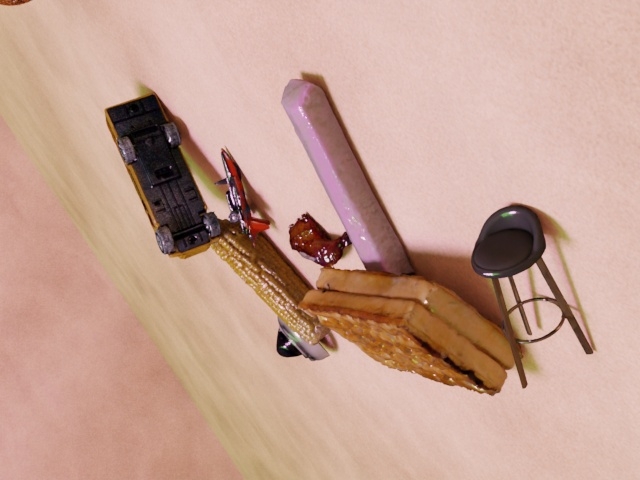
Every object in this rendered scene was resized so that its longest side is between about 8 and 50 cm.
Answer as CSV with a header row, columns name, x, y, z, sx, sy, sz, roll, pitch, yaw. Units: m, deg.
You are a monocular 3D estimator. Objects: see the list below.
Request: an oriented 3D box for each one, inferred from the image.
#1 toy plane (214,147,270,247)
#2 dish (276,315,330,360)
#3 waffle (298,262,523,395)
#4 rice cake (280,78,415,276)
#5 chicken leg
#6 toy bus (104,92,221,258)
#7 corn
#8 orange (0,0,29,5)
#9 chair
name,x,y,z,sx,sy,sz,roll,pitch,yaw
toy plane,-0.157,-0.082,1.790,0.189,0.061,0.130,62,-173,-13
dish,-0.055,0.208,1.947,0.141,0.078,0.141,47,176,5
waffle,0.129,0.129,1.419,0.213,0.091,0.308,36,166,-25
rice cake,0.041,-0.075,1.415,0.073,0.056,0.365,15,137,60
chicken leg,0.001,0.006,1.632,0.205,0.053,0.093,18,125,49
toy bus,-0.312,-0.119,1.871,0.335,0.121,0.123,64,161,13
corn,-0.100,0.072,1.868,0.320,0.097,0.097,47,157,11
orange,-0.616,-0.568,1.832,0.234,0.182,0.234,51,171,11
chair,0.248,0.072,1.169,0.104,0.095,0.221,11,134,47
